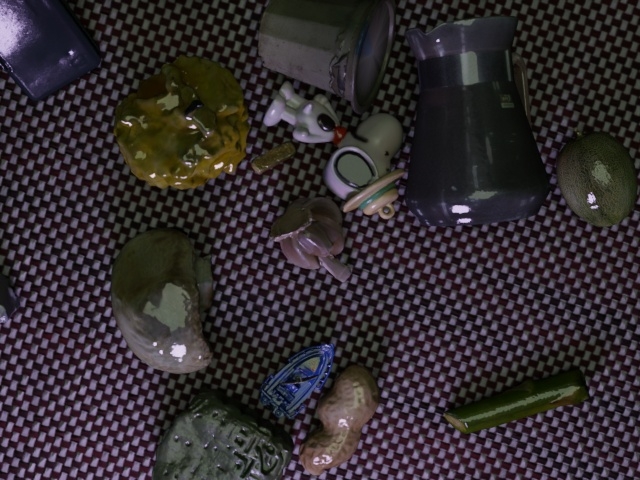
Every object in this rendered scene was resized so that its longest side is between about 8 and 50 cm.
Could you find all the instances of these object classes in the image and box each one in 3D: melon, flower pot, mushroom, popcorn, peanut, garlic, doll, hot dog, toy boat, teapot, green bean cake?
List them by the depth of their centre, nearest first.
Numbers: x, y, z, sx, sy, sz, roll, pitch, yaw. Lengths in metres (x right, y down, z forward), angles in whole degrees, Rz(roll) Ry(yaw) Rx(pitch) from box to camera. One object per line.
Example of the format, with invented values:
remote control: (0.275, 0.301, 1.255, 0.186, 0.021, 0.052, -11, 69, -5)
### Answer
popcorn: (-0.241, -0.203, 1.747, 0.249, 0.225, 0.249, 0, 96, 4)
teapot: (0.278, -0.208, 1.753, 0.253, 0.300, 0.344, 1, 99, 43)
flower pot: (0.009, -0.344, 1.760, 0.202, 0.212, 0.212, 15, 94, 18)
mushroom: (-0.288, 0.113, 1.796, 0.189, 0.164, 0.267, -1, 94, -2)
doll: (0.022, -0.161, 1.811, 0.271, 0.144, 0.208, 14, 73, -5)
melon: (0.500, -0.119, 1.812, 0.139, 0.139, 0.192, -25, 98, 0)
garlic: (0.000, 0.000, 1.831, 0.131, 0.127, 0.194, -39, 121, 19)
toy boat: (-0.035, 0.256, 1.839, 0.091, 0.110, 0.175, 44, 90, -4)
green bean cake: (-0.187, 0.408, 1.844, 0.227, 0.125, 0.222, 29, 92, 2)
hot dog: (-0.089, -0.151, 1.848, 0.090, 0.034, 0.030, -30, 84, -18)
peanut: (0.036, 0.338, 1.860, 0.104, 0.085, 0.228, 25, 95, 6)

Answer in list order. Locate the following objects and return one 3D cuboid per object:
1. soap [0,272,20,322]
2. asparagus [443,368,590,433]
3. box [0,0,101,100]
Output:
soap: (-0.691, 0.023, 1.782, 0.258, 0.159, 0.302, -12, 96, 3)
asparagus: (0.370, 0.307, 1.877, 0.277, 0.060, 0.067, -20, 104, 1)
box: (-0.501, -0.361, 1.745, 0.160, 0.230, 0.050, -30, 50, 1)
